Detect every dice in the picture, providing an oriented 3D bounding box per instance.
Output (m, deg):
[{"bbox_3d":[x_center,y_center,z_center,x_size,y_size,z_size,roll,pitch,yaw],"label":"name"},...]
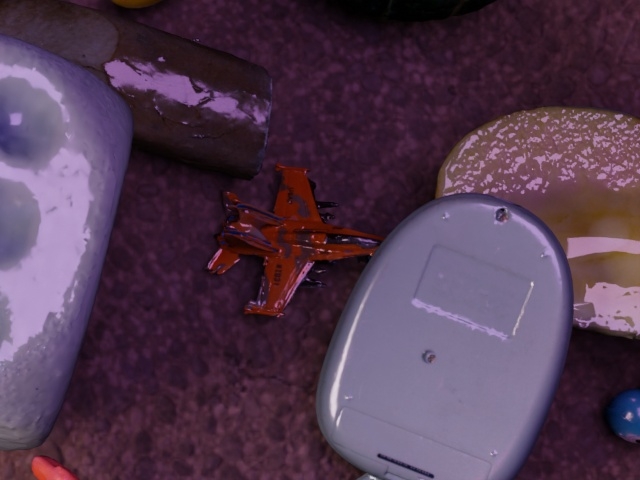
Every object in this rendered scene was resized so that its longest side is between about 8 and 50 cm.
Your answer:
[{"bbox_3d":[-0.294,-0.004,1.347,0.265,0.262,0.268,16,73,-10],"label":"dice"}]

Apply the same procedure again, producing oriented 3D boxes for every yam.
[{"bbox_3d":[-0.167,-0.129,1.494,0.259,0.106,0.106,16,74,-12],"label":"yam"}]

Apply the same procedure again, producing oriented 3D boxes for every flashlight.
[{"bbox_3d":[0.298,0.125,1.575,0.129,0.051,0.051,-37,88,-21],"label":"flashlight"}]

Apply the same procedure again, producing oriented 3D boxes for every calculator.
[{"bbox_3d":[0.096,0.106,1.474,0.184,0.042,0.295,21,98,4],"label":"calculator"}]

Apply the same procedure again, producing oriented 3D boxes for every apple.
[{"bbox_3d":[0.226,-0.011,1.542,0.265,0.120,0.193,8,78,4],"label":"apple"}]

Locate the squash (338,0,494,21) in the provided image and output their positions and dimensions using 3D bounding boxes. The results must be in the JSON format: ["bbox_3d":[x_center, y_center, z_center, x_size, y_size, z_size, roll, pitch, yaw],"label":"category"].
[{"bbox_3d":[0.080,-0.309,1.559,0.252,0.165,0.252,3,80,-16],"label":"squash"}]

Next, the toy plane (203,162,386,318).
[{"bbox_3d":[0.001,0.004,1.517,0.188,0.062,0.135,8,72,1],"label":"toy plane"}]

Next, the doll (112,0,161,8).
[{"bbox_3d":[-0.176,-0.320,1.533,0.237,0.111,0.252,45,70,-17],"label":"doll"}]

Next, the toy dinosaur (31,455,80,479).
[{"bbox_3d":[-0.107,0.256,1.397,0.286,0.139,0.070,40,72,-3],"label":"toy dinosaur"}]
